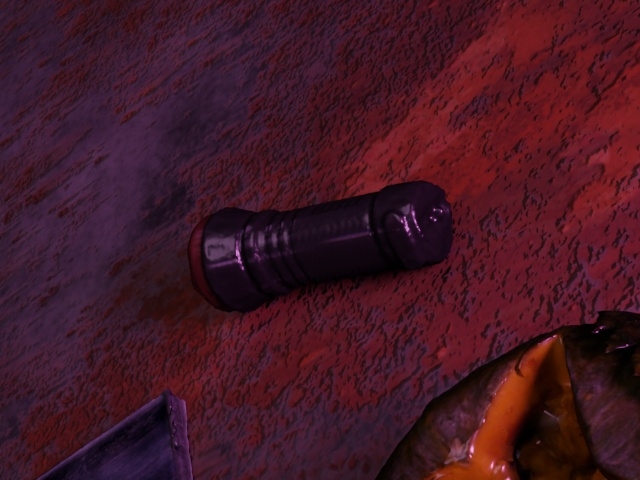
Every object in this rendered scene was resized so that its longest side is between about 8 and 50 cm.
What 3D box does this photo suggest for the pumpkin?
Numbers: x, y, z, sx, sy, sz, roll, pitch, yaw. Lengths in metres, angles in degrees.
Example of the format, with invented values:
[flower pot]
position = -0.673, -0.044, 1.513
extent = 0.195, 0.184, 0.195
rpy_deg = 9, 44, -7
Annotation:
[pumpkin]
position = 0.148, 0.199, 0.763
extent = 0.320, 0.192, 0.320
rpy_deg = -28, 41, 28

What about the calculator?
[calculator]
position = -0.213, 0.252, 1.211
extent = 0.261, 0.021, 0.161
rpy_deg = -34, 43, 22

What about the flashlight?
[flashlight]
position = 0.000, 0.000, 1.148
extent = 0.232, 0.093, 0.093
rpy_deg = -13, 53, 34
